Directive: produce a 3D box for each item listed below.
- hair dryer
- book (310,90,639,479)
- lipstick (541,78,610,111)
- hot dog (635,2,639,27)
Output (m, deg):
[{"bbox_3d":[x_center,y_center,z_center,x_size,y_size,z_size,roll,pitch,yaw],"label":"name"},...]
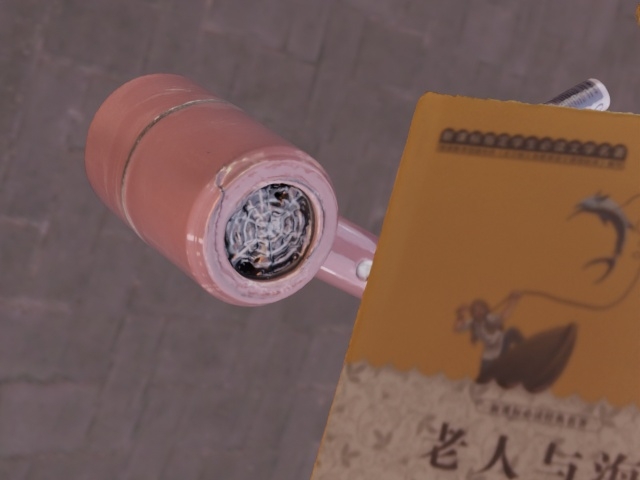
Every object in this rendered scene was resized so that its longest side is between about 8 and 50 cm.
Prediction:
[{"bbox_3d":[0.000,0.000,1.336,0.352,0.210,0.125,26,95,-36],"label":"hair dryer"},{"bbox_3d":[0.132,0.100,1.014,0.032,0.269,0.389,45,57,-60],"label":"book"},{"bbox_3d":[0.239,-0.125,1.776,0.141,0.040,0.040,-29,134,-16],"label":"lipstick"},{"bbox_3d":[0.483,-0.282,2.059,0.150,0.153,0.257,-49,178,27],"label":"hot dog"}]
